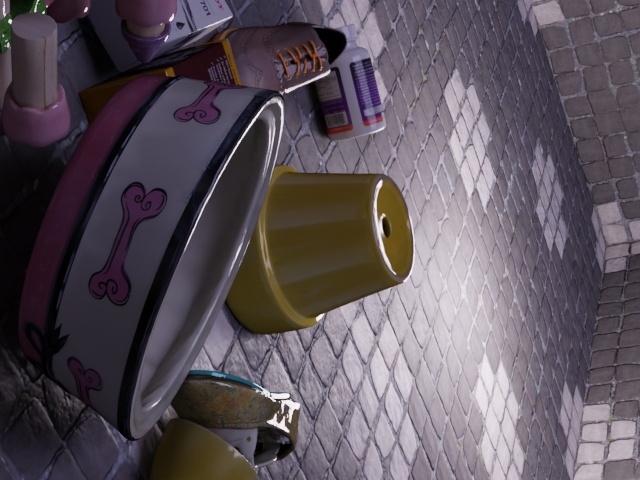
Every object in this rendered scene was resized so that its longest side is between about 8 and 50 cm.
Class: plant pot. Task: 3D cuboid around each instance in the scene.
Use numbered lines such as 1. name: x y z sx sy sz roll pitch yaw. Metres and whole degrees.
1. plant pot: -0.158 0.298 1.563 0.095 0.134 0.134 -55 134 -27
2. plant pot: 0.000 0.000 1.878 0.254 0.239 0.253 38 46 -55

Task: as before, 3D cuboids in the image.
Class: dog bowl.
1. dog bowl: -0.184 0.002 1.377 0.408 0.150 0.407 23 90 -86

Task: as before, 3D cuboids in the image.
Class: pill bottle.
1. pill bottle: 0.045 -0.281 2.250 0.108 0.108 0.193 -32 110 -65

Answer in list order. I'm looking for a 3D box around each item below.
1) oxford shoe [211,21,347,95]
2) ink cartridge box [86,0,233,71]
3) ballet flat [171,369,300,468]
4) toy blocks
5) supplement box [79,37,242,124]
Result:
1. oxford shoe: -0.066 -0.286 1.974 0.363 0.133 0.129 -46 123 -61
2. ink cartridge box: -0.220 -0.316 1.651 0.139 0.082 0.191 60 35 -6
3. ballet flat: -0.106 0.243 1.667 0.348 0.123 0.123 38 46 -70
4. toy blocks: -0.338 -0.220 1.309 0.260 0.309 0.288 102 15 -47
5. supplement box: -0.185 -0.142 1.656 0.194 0.129 0.191 -45 121 -62
